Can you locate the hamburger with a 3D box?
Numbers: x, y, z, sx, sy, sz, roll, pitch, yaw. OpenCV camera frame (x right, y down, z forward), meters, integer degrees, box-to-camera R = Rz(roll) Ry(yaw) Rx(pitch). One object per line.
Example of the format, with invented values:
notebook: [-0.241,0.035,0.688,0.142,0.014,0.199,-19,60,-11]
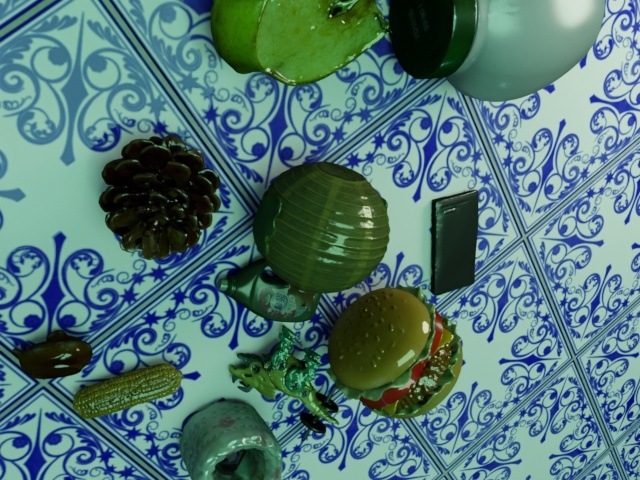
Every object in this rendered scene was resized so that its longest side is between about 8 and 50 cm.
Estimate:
hamburger: [0.140,0.221,1.304,0.274,0.274,0.212,-49,125,-1]

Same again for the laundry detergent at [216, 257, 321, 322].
laundry detergent: [-0.101,0.090,1.249,0.211,0.063,0.137,13,103,-29]

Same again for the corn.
corn: [-0.361,0.282,1.192,0.207,0.068,0.068,-13,116,-20]

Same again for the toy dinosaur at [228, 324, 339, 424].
toy dinosaur: [-0.052,0.287,1.306,0.259,0.094,0.153,31,99,-3]

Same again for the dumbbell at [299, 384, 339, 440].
dumbbell: [-0.003,0.389,1.422,0.069,0.069,0.147,27,97,-33]

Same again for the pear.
pear: [-0.044,-0.361,1.028,0.255,0.164,0.238,-44,143,5]

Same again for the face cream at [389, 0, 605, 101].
face cream: [0.330,-0.413,1.156,0.357,0.219,0.312,-10,116,-23]

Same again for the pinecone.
pinecone: [-0.260,-0.061,1.023,0.208,0.208,0.207,-11,116,-23]

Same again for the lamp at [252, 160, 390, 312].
lamp: [0.000,0.000,1.151,0.250,0.250,0.284,4,113,-29]

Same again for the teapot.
teapot: [-0.467,0.195,1.101,0.129,0.078,0.098,-7,155,-11]

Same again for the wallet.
wallet: [0.310,0.008,1.446,0.124,0.025,0.244,-15,117,-22]

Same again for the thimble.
thimble: [-0.183,0.450,1.310,0.185,0.149,0.210,-24,121,-19]
